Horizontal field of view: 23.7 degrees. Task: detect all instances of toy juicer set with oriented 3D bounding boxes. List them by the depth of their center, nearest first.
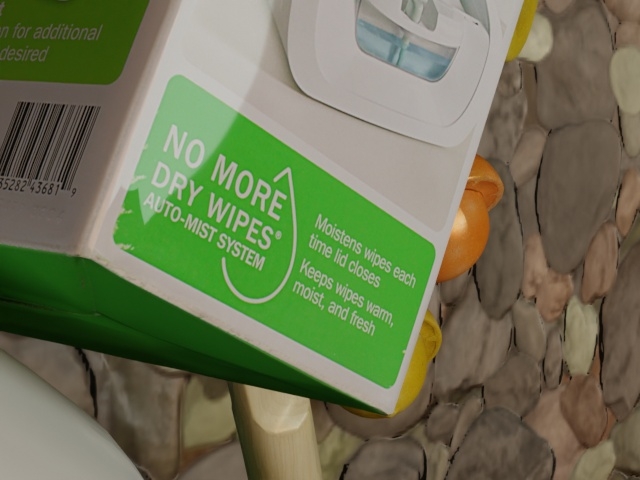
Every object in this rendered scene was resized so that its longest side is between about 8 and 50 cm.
[{"bbox_3d":[0.000,0.000,0.661,0.329,0.089,0.209,-49,149,-53],"label":"toy juicer set"}]

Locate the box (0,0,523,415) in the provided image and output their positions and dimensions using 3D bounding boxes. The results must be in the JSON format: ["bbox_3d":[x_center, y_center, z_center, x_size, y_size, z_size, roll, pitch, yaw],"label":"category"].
[{"bbox_3d":[-0.077,-0.093,0.461,0.126,0.262,0.231,32,71,-45],"label":"box"}]

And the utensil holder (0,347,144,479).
[{"bbox_3d":[-0.246,0.075,0.256,0.385,0.327,0.328,41,66,-44],"label":"utensil holder"}]
